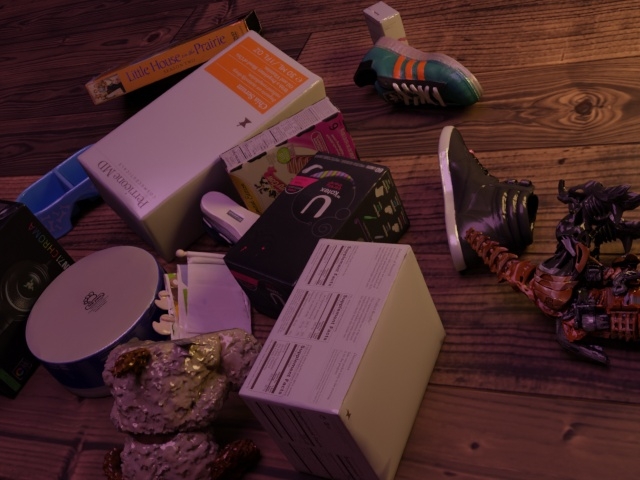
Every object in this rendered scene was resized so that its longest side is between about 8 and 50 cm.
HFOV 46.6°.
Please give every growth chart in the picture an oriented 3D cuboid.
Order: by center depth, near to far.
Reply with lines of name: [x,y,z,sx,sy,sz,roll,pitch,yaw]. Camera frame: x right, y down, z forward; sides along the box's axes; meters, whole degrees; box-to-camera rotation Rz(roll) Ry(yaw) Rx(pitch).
growth chart: [-0.192,0.101,1.257,0.172,0.021,0.237,10,44,-13]

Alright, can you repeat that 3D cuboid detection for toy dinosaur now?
toy dinosaur: [0.352,0.040,1.012,0.322,0.164,0.218,25,84,11]

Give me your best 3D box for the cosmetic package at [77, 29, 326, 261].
cosmetic package: [-0.221,-0.198,1.497,0.453,0.161,0.230,-42,61,-16]

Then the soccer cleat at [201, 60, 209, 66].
soccer cleat: [-0.317,-0.311,1.723,0.143,0.116,0.331,7,50,9]

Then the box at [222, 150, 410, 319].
box: [0.000,0.000,1.236,0.165,0.143,0.270,16,57,38]

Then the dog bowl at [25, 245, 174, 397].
dog bowl: [-0.378,0.138,1.316,0.265,0.104,0.264,-14,42,13]

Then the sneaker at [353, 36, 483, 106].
sneaker: [0.190,-0.315,1.505,0.121,0.108,0.302,-50,46,-6]

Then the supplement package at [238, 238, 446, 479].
supplement package: [0.044,0.163,1.000,0.145,0.204,0.261,4,50,31]

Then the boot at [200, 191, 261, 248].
boot: [-0.145,-0.012,1.387,0.190,0.086,0.069,38,60,17]

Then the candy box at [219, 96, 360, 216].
candy box: [-0.049,-0.141,1.394,0.234,0.159,0.071,-29,41,-2]

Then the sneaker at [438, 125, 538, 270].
sneaker: [0.275,-0.085,1.221,0.147,0.104,0.295,-11,49,14]

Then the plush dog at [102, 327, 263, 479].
plush dog: [-0.211,0.254,1.045,0.263,0.210,0.225,-9,89,14]

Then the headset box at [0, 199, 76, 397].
headset box: [-0.593,0.109,1.346,0.131,0.246,0.283,7,50,33]

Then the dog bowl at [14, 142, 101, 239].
dog bowl: [-0.568,-0.116,1.697,0.297,0.074,0.166,-40,43,-16]

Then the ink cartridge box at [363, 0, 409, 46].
ink cartridge box: [0.149,-0.454,1.642,0.052,0.122,0.088,-31,42,-5]

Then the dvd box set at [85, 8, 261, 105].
dvd box set: [-0.361,-0.473,1.895,0.421,0.062,0.307,-20,20,8]
